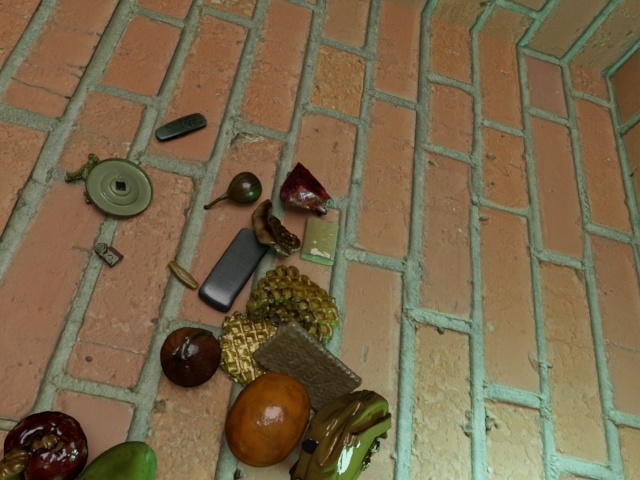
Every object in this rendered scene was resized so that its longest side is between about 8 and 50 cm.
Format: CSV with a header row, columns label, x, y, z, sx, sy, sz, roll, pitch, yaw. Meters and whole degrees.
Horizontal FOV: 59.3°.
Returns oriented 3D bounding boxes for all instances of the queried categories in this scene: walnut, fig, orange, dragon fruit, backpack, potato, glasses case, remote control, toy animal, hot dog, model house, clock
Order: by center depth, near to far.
label,x,y,z,sx,sy,sz,roll,pitch,yaw
walnut,-0.755,0.567,1.499,0.244,0.269,0.222,-23,73,-31
potato,-0.570,0.693,1.523,0.216,0.216,0.304,37,50,4
orange,-0.159,0.535,1.697,0.226,0.284,0.284,36,57,-2
backpack,0.064,0.617,1.707,0.201,0.353,0.378,31,22,27
fig,-0.411,0.358,1.767,0.205,0.205,0.205,8,60,-14
model house,-0.725,0.043,1.923,0.083,0.057,0.058,38,62,7
hot dog,-0.485,0.123,1.971,0.137,0.028,0.044,42,32,5
glasses case,-0.306,0.100,2.013,0.131,0.074,0.323,30,57,0
toy animal,-0.819,-0.216,2.029,0.181,0.073,0.136,45,56,9
clock,-0.723,-0.192,2.030,0.235,0.029,0.235,17,58,-28
fig,-0.338,-0.180,2.143,0.236,0.124,0.124,-24,71,-15
dragon fruit,-0.052,-0.169,2.209,0.211,0.134,0.262,33,20,-14
remote control,-0.559,-0.455,2.259,0.222,0.042,0.072,-30,75,-30

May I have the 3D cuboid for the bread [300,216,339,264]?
label,x,y,z,sx,sy,sz,roll,pitch,yaw
bread,0.001,0.000,2.174,0.139,0.060,0.178,13,59,-11

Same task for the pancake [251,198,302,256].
label,x,y,z,sx,sy,sz,roll,pitch,yaw
pancake,-0.181,-0.045,2.092,0.257,0.056,0.212,46,28,15

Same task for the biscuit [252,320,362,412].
label,x,y,z,sx,sy,sz,roll,pitch,yaw
biscuit,-0.042,0.412,1.818,0.325,0.217,0.044,41,24,-12

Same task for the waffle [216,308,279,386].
label,x,y,z,sx,sy,sz,roll,pitch,yaw
waffle,-0.223,0.360,1.903,0.280,0.060,0.262,30,58,0

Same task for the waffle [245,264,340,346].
label,x,y,z,sx,sy,sz,roll,pitch,yaw
waffle,-0.086,0.239,1.930,0.324,0.151,0.261,40,41,-1
